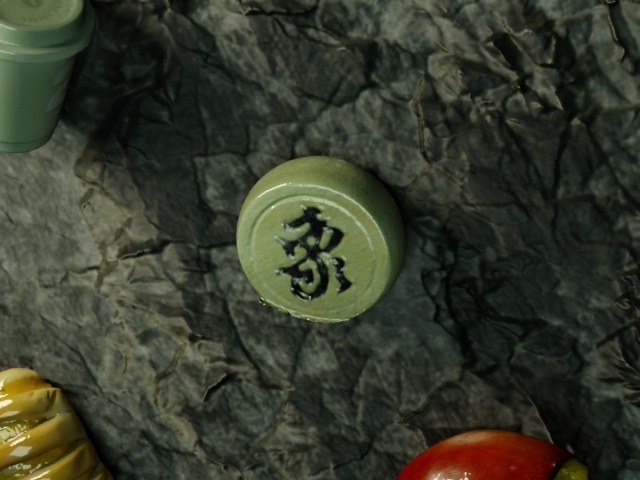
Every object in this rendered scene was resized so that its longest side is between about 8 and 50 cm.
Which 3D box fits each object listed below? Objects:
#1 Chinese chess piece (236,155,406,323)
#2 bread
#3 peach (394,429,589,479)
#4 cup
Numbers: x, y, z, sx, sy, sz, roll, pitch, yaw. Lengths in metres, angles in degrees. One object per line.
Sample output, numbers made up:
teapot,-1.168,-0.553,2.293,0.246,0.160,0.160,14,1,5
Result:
Chinese chess piece,0.000,0.000,1.595,0.144,0.058,0.144,7,119,14
bread,-0.272,0.206,1.775,0.119,0.084,0.177,-21,104,25
peach,0.146,0.265,1.613,0.190,0.196,0.226,24,130,-35
cup,-0.253,-0.148,1.572,0.120,0.120,0.141,23,129,5
